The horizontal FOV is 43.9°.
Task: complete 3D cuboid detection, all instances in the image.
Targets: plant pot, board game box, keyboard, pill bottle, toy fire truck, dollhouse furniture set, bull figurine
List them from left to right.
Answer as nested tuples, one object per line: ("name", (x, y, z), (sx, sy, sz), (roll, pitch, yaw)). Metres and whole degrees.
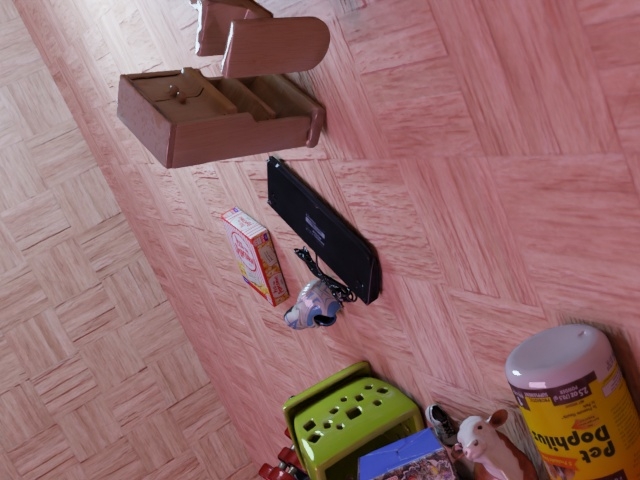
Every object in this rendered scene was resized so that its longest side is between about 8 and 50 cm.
("dollhouse furniture set", (-0.110, -0.319, 1.073), (0.362, 0.256, 0.394), (43, 133, 36))
("board game box", (-0.146, 0.035, 1.776), (0.146, 0.045, 0.194), (34, 148, 49))
("toy fire truck", (-0.008, 0.637, 2.155), (0.254, 0.169, 0.302), (37, 162, -7))
("keyboard", (0.000, 0.000, 1.413), (0.317, 0.033, 0.202), (46, 149, 34))
("plant pot", (0.060, 0.384, 1.530), (0.207, 0.227, 0.228), (45, 156, 49))
("board game box", (0.178, 0.464, 1.228), (0.232, 0.141, 0.291), (59, -173, -83))
("bull figurine", (0.277, 0.380, 1.151), (0.188, 0.101, 0.310), (62, 176, 41))
("pill bottle", (0.295, 0.210, 0.883), (0.215, 0.117, 0.117), (64, 159, -12))

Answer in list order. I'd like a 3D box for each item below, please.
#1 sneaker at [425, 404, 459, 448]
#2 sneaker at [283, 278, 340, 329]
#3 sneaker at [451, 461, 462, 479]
("sneaker", (0.209, 0.317, 1.352), (0.083, 0.032, 0.037), (52, 158, 18))
("sneaker", (-0.015, 0.145, 1.572), (0.086, 0.085, 0.237), (49, 161, 8))
("sneaker", (0.243, 0.515, 1.446), (0.163, 0.086, 0.226), (55, 162, 29))
